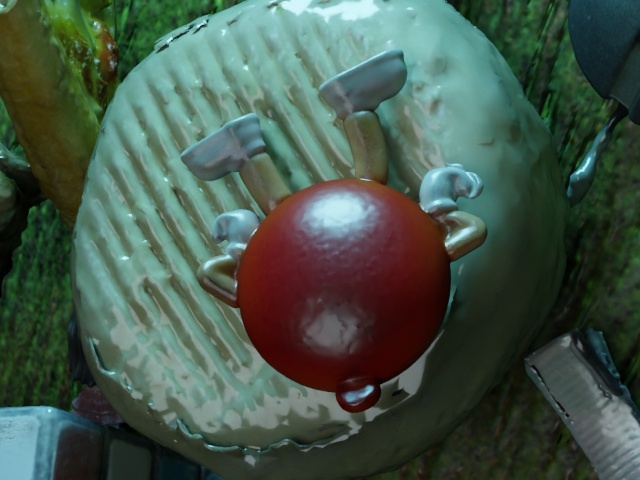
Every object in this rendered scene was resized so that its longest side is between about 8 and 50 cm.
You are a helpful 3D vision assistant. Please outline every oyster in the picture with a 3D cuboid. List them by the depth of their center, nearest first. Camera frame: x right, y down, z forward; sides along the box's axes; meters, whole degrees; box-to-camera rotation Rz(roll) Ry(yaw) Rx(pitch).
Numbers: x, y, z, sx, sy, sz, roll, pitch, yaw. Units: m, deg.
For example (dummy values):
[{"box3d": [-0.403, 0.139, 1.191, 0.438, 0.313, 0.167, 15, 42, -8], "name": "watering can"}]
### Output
[{"box3d": [-0.305, -0.040, 1.347, 0.221, 0.096, 0.361, 64, 152, 3], "name": "oyster"}]

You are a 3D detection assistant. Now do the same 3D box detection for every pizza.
[{"box3d": [-0.188, -0.162, 1.269, 0.075, 0.280, 0.288, -10, 54, 6], "name": "pizza"}]

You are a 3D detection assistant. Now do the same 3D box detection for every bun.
[{"box3d": [0.000, 0.000, 1.176, 0.359, 0.211, 0.360, -1, 86, 18], "name": "bun"}]

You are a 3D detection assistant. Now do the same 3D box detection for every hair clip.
[{"box3d": [0.211, 0.168, 1.146, 0.159, 0.071, 0.218, -41, 68, 31], "name": "hair clip"}]

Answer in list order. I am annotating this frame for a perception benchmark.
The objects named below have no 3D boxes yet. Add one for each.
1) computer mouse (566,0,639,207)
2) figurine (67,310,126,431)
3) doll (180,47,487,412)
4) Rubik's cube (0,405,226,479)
[{"box3d": [0.256, -0.172, 1.088, 0.167, 0.090, 0.379, 40, 113, 22], "name": "computer mouse"}, {"box3d": [-0.173, 0.109, 1.368, 0.072, 0.054, 0.129, 7, 99, 25], "name": "figurine"}, {"box3d": [0.015, 0.004, 1.022, 0.183, 0.085, 0.217, -23, 63, 7], "name": "doll"}, {"box3d": [-0.235, 0.276, 1.267, 0.253, 0.259, 0.256, -6, 71, 32], "name": "Rubik's cube"}]
